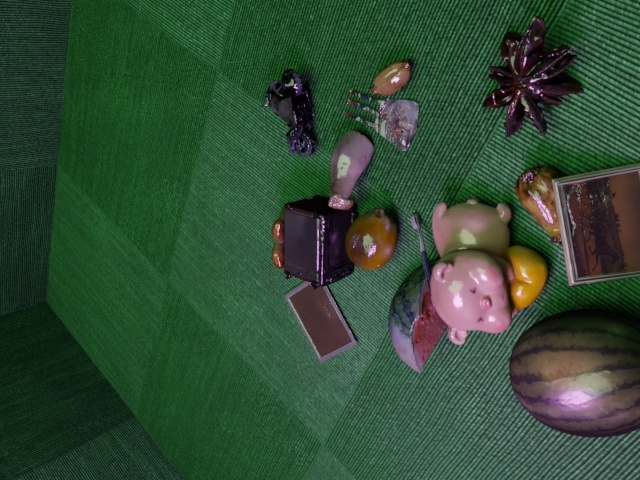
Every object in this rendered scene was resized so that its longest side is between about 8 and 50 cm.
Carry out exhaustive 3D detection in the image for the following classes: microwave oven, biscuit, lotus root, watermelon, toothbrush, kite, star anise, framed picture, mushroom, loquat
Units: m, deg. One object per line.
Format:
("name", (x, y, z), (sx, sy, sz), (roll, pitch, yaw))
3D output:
("microwave oven", (0.000, -0.001, 1.758), (0.188, 0.178, 0.248), (19, 116, 39))
("biscuit", (-0.124, -0.017, 1.857), (0.047, 0.208, 0.164), (1, 109, 6))
("lotus root", (0.528, -0.083, 1.322), (0.108, 0.094, 0.191), (-24, 93, 51))
("watermelon", (0.270, 0.213, 1.591), (0.176, 0.260, 0.256), (32, 141, 15))
("toothbrush", (0.283, 0.051, 1.541), (0.026, 0.024, 0.288), (-45, 45, 47))
("lotus root", (0.190, -0.434, 1.525), (0.150, 0.062, 0.073), (-29, 76, 43))
("kite", (0.170, -0.353, 1.601), (0.245, 0.015, 0.141), (29, 120, 28))
("watermelon", (0.582, 0.295, 1.268), (0.359, 0.278, 0.279), (-15, 94, 45))
("star anise", (0.466, -0.358, 1.270), (0.212, 0.129, 0.283), (32, 132, 37))
("framed picture", (0.631, -0.031, 1.246), (0.197, 0.014, 0.252), (-10, 98, 19))
("mushroom", (0.071, -0.204, 1.653), (0.116, 0.093, 0.225), (21, 84, 25))
("framed picture", (-0.002, 0.268, 1.956), (0.216, 0.016, 0.273), (-36, 79, 43))
("loquat", (0.150, -0.006, 1.647), (0.152, 0.152, 0.195), (35, 133, 28))

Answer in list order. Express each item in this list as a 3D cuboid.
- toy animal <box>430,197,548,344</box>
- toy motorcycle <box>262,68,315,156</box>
("toy animal", (0.388, 0.078, 1.388), (0.277, 0.246, 0.345), (0, 104, 42))
("toy motorcycle", (-0.095, -0.394, 1.766), (0.159, 0.106, 0.271), (13, 123, 42))
